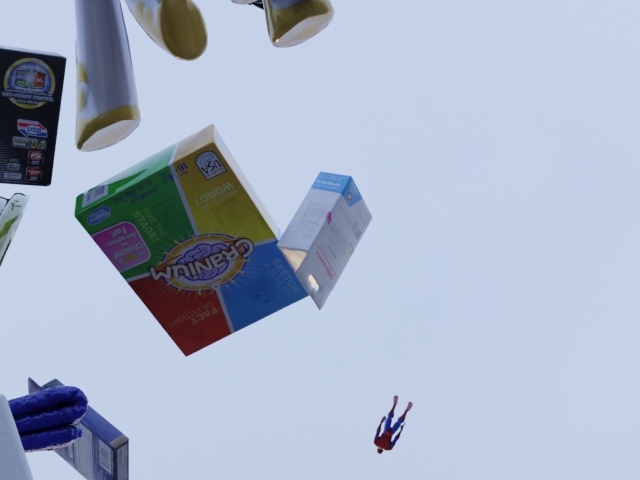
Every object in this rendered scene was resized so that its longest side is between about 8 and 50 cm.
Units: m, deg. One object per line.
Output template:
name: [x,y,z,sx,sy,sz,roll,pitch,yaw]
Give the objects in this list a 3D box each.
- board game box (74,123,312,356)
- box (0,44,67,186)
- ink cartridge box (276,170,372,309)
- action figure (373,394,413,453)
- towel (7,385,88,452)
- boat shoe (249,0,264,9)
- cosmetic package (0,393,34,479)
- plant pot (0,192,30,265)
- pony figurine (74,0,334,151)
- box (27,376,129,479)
board game box: [-0.189,0.008,1.611,0.242,0.064,0.316,-27,-58,9]
box: [-0.548,-0.202,1.631,0.270,0.060,0.216,3,-75,-31]
ink cartridge box: [0.000,0.000,1.553,0.062,0.181,0.104,12,-31,33]
action figure: [0.108,0.286,1.589,0.038,0.030,0.115,22,-58,1]
towel: [-0.438,0.260,1.333,0.228,0.076,0.308,-15,-6,-31]
boat shoe: [-0.092,-0.307,1.227,0.183,0.083,0.065,-13,-12,11]
cosmetic package: [-0.360,0.402,0.990,0.230,0.453,0.161,-12,-13,-47]
plant pot: [-0.407,0.070,0.592,0.353,0.366,0.366,24,-53,-14]
pony figurine: [-0.105,-0.283,0.598,0.303,0.363,0.351,-17,-9,-42]
box: [-0.394,0.317,1.694,0.036,0.225,0.136,-31,-41,-41]
